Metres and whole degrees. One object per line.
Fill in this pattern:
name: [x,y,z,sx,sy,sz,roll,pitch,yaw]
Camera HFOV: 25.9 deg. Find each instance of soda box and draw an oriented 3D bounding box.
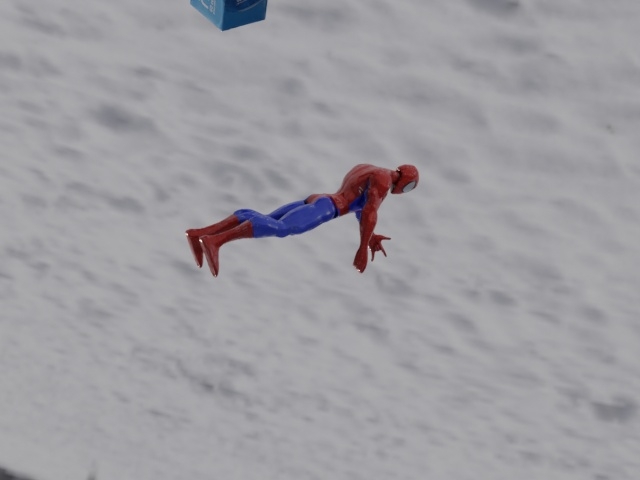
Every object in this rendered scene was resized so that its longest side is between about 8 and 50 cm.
soda box: [-0.098,-0.353,1.609,0.071,0.067,0.210,44,141,33]

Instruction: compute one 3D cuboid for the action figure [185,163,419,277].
action figure: [0.000,0.000,1.602,0.280,0.139,0.091,-24,-161,-17]
